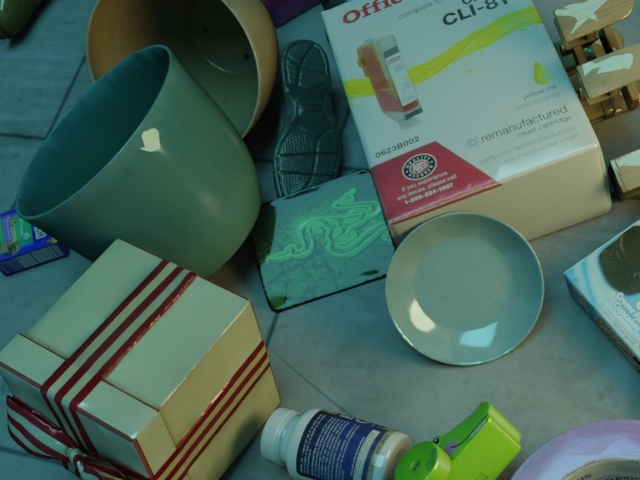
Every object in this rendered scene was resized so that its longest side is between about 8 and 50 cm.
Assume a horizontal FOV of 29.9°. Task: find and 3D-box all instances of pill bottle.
[{"bbox_3d":[0.017,0.254,1.435,0.169,0.094,0.094,13,65,26],"label":"pill bottle"}]

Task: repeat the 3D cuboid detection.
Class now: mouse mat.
[{"bbox_3d":[0.000,0.000,1.620,0.190,0.007,0.152,-19,76,8],"label":"mouse mat"}]

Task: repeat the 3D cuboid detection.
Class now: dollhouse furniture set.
[{"bbox_3d":[0.408,-0.194,1.500,0.161,0.212,0.242,-21,81,9],"label":"dollhouse furniture set"}]

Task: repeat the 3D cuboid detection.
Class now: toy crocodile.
[{"bbox_3d":[0.096,0.325,1.339,0.340,0.115,0.105,-52,24,-2],"label":"toy crocodile"}]

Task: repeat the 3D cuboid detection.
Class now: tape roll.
[{"bbox_3d":[0.325,0.334,1.275,0.275,0.090,0.275,-9,58,15],"label":"tape roll"}]

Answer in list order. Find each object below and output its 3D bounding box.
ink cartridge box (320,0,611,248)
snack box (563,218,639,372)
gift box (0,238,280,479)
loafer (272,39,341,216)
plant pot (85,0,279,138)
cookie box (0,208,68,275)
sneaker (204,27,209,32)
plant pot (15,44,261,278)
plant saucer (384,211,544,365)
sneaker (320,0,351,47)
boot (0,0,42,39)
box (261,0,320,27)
[{"bbox_3d":[0.184,-0.180,1.598,0.279,0.160,0.384,-21,55,8],"label":"ink cartridge box"},{"bbox_3d":[0.454,0.104,1.384,0.187,0.060,0.322,-35,54,-3],"label":"snack box"},{"bbox_3d":[-0.211,0.202,1.465,0.255,0.276,0.258,20,54,32],"label":"gift box"},{"bbox_3d":[-0.022,-0.151,1.718,0.096,0.084,0.267,3,73,-7],"label":"loafer"},{"bbox_3d":[-0.173,-0.283,1.758,0.284,0.284,0.191,6,29,24],"label":"plant pot"},{"bbox_3d":[-0.437,-0.008,1.800,0.107,0.040,0.092,-18,55,9],"label":"cookie box"},{"bbox_3d":[-0.226,-0.345,1.912,0.208,0.081,0.094,-22,48,-1],"label":"sneaker"},{"bbox_3d":[-0.221,-0.075,1.608,0.293,0.235,0.293,-35,30,24],"label":"plant pot"},{"bbox_3d":[0.177,0.057,1.483,0.195,0.037,0.195,1,103,5],"label":"plant saucer"},{"bbox_3d":[0.127,-0.341,1.773,0.267,0.101,0.106,-7,69,25],"label":"sneaker"},{"bbox_3d":[-0.417,-0.454,2.038,0.269,0.089,0.236,-2,60,18],"label":"boot"},{"bbox_3d":[-0.042,-0.498,1.905,0.213,0.117,0.243,-29,54,2],"label":"box"}]
